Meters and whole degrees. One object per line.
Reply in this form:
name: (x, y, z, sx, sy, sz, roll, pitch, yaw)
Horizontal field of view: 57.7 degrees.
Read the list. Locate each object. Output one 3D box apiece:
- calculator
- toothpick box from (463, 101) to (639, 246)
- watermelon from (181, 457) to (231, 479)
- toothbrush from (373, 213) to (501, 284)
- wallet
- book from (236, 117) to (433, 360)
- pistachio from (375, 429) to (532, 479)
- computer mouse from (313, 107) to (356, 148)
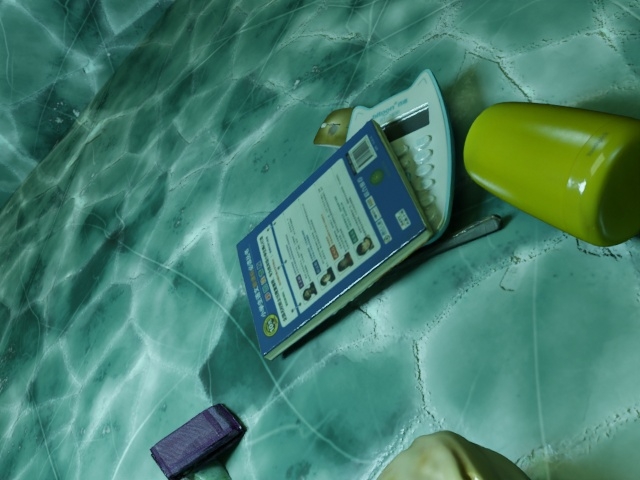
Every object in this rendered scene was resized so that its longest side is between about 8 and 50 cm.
calculator: (0.145, -0.130, 1.111, 0.256, 0.054, 0.386, -20, 53, 39)
toothpick box: (0.345, -0.115, 0.861, 0.175, 0.175, 0.271, -55, 38, 1)
watermelon: (-0.243, 0.462, 1.138, 0.180, 0.081, 0.094, -4, 87, 48)
toothbrush: (0.184, 0.021, 1.031, 0.297, 0.030, 0.030, -27, 39, 30)
wallet: (-0.244, 0.390, 1.136, 0.166, 0.030, 0.111, -30, 35, -26)
book: (0.000, 0.000, 1.133, 0.428, 0.039, 0.300, -40, 48, 26)
pistachio: (0.175, 0.380, 0.663, 0.229, 0.238, 0.321, -8, 56, -8)
computer mouse: (0.056, -0.251, 1.317, 0.199, 0.045, 0.102, 19, 76, 47)
